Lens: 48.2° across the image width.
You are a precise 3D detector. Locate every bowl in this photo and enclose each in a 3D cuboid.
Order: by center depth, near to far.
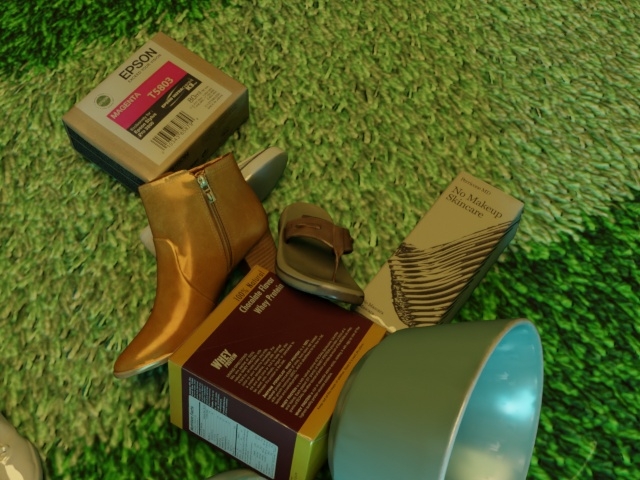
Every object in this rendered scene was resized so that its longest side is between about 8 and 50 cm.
[{"bbox_3d":[0.121,0.222,0.803,0.163,0.311,0.311,12,59,32],"label":"bowl"}]

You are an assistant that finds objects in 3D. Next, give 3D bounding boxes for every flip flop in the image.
[{"bbox_3d":[0.000,0.000,0.970,0.112,0.080,0.277,17,24,-14],"label":"flip flop"}]

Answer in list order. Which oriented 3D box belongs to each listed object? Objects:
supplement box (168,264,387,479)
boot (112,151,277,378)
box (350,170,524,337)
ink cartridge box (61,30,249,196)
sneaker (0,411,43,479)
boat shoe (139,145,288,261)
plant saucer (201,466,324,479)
[{"bbox_3d":[-0.053,0.166,0.884,0.194,0.129,0.191,25,45,17],"label":"supplement box"},{"bbox_3d":[-0.197,0.024,0.961,0.295,0.104,0.211,-36,108,-26],"label":"boot"},{"bbox_3d":[0.163,0.040,0.998,0.113,0.094,0.275,31,66,20],"label":"box"},{"bbox_3d":[-0.260,-0.198,1.153,0.193,0.088,0.234,34,67,11],"label":"ink cartridge box"},{"bbox_3d":[-0.432,0.243,0.908,0.080,0.094,0.212,-35,64,-18],"label":"sneaker"},{"bbox_3d":[-0.161,-0.067,1.078,0.084,0.095,0.258,40,68,18],"label":"boat shoe"},{"bbox_3d":[-0.058,0.376,0.774,0.318,0.043,0.317,5,40,-5],"label":"plant saucer"}]
